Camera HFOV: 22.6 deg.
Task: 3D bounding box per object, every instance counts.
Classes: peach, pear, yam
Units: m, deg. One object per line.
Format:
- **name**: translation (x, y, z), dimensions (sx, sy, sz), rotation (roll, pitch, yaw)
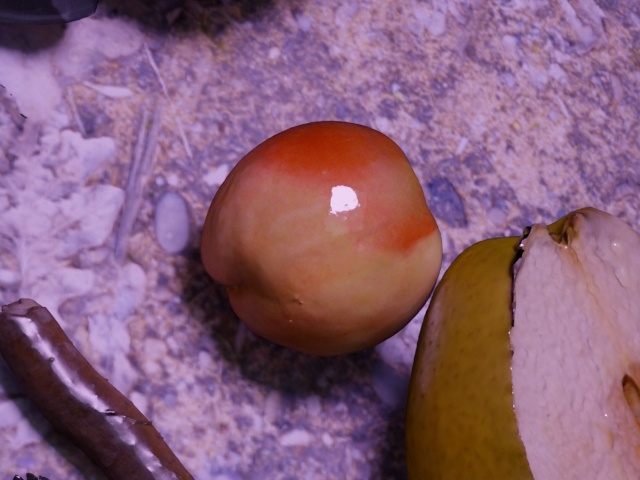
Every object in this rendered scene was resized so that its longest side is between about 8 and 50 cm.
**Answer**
- **peach**: translation (0.000, 0.000, 1.210), dimensions (0.184, 0.184, 0.184), rotation (15, 58, -25)
- **pear**: translation (0.198, 0.182, 1.218), dimensions (0.340, 0.191, 0.386), rotation (-16, 80, -49)
- **yam**: translation (-0.143, 0.135, 1.117), dimensions (0.241, 0.057, 0.057), rotation (48, 50, 1)

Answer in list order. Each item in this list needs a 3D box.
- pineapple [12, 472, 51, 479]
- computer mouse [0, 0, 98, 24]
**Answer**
- **pineapple**: translation (-0.211, 0.180, 1.044), dimensions (0.159, 0.074, 0.074), rotation (19, 56, -30)
- **computer mouse**: translation (-0.275, -0.230, 1.227), dimensions (0.231, 0.071, 0.126), rotation (29, 39, -5)
